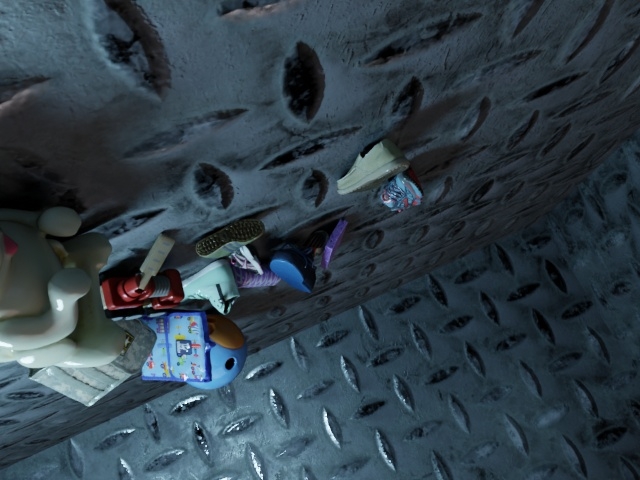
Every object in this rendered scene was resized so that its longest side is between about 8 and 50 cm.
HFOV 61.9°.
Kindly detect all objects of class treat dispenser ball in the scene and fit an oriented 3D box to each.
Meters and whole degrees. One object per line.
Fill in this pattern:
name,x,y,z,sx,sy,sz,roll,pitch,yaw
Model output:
treat dispenser ball,-0.430,0.430,2.076,0.289,0.288,0.288,-23,163,-8

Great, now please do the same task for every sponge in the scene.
sponge,0.044,0.015,1.860,0.117,0.031,0.210,-61,175,-21

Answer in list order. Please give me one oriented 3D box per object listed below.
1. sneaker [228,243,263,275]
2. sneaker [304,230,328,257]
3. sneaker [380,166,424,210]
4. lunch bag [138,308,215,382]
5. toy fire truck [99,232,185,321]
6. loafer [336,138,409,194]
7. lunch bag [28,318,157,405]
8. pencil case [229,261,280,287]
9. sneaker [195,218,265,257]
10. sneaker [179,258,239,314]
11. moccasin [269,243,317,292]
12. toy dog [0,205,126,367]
sneaker,-0.233,0.056,1.643,0.077,0.071,0.178,-19,146,3
sneaker,0.000,0.000,1.846,0.075,0.057,0.161,-38,169,-33
sneaker,0.251,-0.145,1.672,0.125,0.104,0.262,-25,163,5
lunch bag,-0.441,0.336,1.723,0.294,0.220,0.138,-6,178,36
toy fire truck,-0.434,0.098,1.387,0.247,0.158,0.217,-23,166,29
loafer,0.129,-0.189,1.398,0.102,0.091,0.269,-12,174,-34
lunch bag,-0.646,0.311,1.547,0.287,0.169,0.235,-36,138,-3
pencil case,-0.217,0.112,1.785,0.086,0.088,0.206,-30,164,27
sneaker,-0.245,-0.002,1.466,0.192,0.064,0.086,-23,170,-9
sneaker,-0.362,0.181,1.676,0.256,0.151,0.094,-34,163,28
moccasin,-0.087,0.077,1.794,0.342,0.138,0.116,72,38,-72
toy dog,-0.577,0.065,0.916,0.396,0.284,0.408,-7,161,-1
